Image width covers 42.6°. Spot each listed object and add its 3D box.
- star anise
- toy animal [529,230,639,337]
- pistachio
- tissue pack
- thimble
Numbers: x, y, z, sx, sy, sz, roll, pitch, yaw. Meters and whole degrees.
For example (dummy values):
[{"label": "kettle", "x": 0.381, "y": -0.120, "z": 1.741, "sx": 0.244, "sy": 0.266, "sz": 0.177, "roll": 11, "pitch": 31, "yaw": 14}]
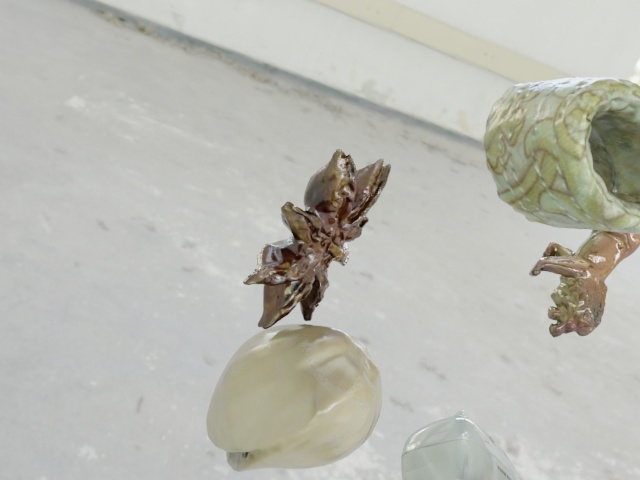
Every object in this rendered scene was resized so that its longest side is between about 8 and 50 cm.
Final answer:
[{"label": "star anise", "x": 0.001, "y": 0.000, "z": 1.114, "sx": 0.088, "sy": 0.288, "sz": 0.288, "roll": 30, "pitch": 20, "yaw": 20}, {"label": "toy animal", "x": 0.488, "y": 0.033, "z": 1.468, "sx": 0.157, "sy": 0.312, "sz": 0.097, "roll": 40, "pitch": -4, "yaw": 8}, {"label": "pistachio", "x": -0.048, "y": 0.227, "z": 1.150, "sx": 0.208, "sy": 0.332, "sz": 0.226, "roll": 48, "pitch": 52, "yaw": -13}, {"label": "tissue pack", "x": 0.352, "y": 0.585, "z": 2.032, "sx": 0.333, "sy": 0.229, "sz": 0.236, "roll": 48, "pitch": 33, "yaw": -34}, {"label": "thimble", "x": 0.268, "y": -0.078, "z": 0.827, "sx": 0.190, "sy": 0.137, "sz": 0.143, "roll": 40, "pitch": -16, "yaw": -24}]
